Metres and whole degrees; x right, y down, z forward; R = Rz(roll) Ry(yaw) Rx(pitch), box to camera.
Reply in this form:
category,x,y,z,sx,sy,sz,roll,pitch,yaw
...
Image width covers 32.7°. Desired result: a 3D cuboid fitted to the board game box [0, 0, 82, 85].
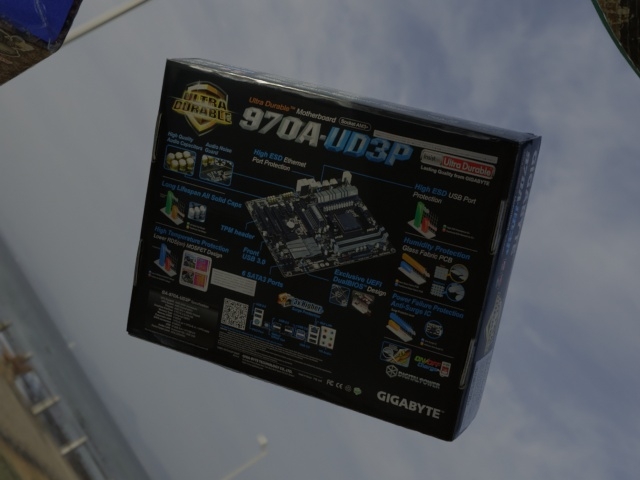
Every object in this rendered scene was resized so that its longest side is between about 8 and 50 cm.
category,x,y,z,sx,sy,sz,roll,pitch,yaw
board game box,-0.236,-0.228,0.721,0.141,0.232,0.291,27,-15,-27

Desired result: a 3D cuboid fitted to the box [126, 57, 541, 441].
category,x,y,z,sx,sy,sz,roll,pitch,yaw
box,0.000,0.000,0.639,0.220,0.051,0.175,15,-75,20

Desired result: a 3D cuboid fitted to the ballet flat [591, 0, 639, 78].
category,x,y,z,sx,sy,sz,roll,pitch,yaw
ballet flat,0.355,-0.071,0.742,0.483,0.164,0.182,56,-15,-14
